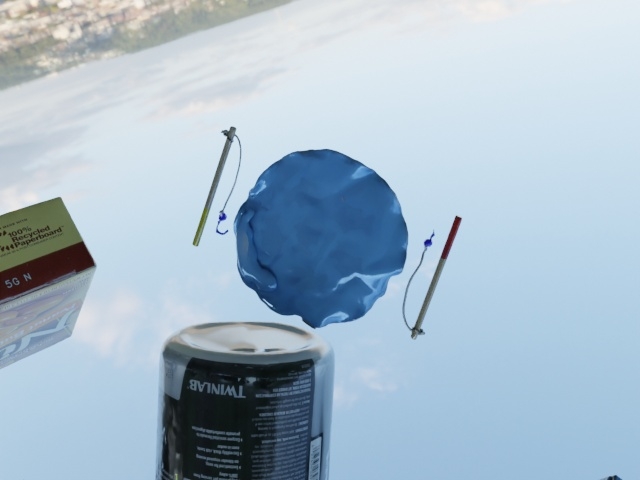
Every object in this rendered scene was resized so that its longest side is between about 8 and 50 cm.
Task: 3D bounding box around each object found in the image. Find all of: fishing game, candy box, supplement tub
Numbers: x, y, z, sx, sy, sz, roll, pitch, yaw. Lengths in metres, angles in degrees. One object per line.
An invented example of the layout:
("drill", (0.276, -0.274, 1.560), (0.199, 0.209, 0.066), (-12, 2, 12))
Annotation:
("fishing game", (0.000, 0.000, 0.597), (0.264, 0.189, 0.041), (19, -165, 8))
("candy box", (-0.367, 0.077, 0.632), (0.183, 0.088, 0.316), (-25, 172, -33))
("supplement tub", (-0.086, 0.260, 0.641), (0.193, 0.316, 0.193), (4, -175, 0))

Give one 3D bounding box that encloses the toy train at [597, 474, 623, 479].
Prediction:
("toy train", (0.460, 0.462, 0.950), (0.080, 0.105, 0.184), (-50, 178, -46))
